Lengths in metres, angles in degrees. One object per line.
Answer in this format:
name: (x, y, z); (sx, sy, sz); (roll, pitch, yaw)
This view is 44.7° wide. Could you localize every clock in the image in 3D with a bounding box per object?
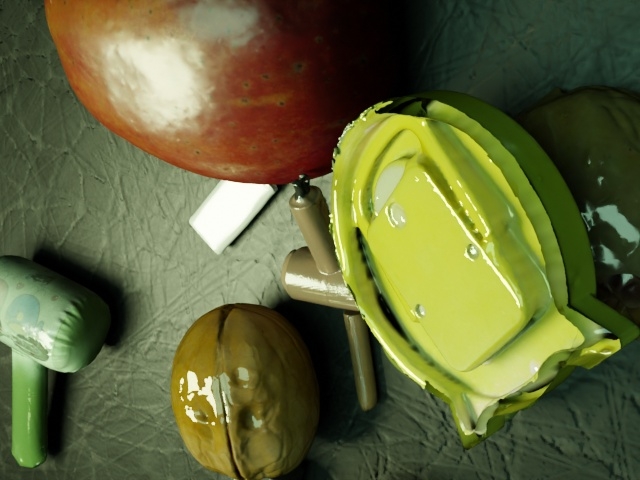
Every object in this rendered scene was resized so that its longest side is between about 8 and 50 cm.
clock: (0.118, 0.013, 0.665); (0.293, 0.071, 0.277); (60, 147, 13)

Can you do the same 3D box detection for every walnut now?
walnut: (-0.085, 0.174, 0.885); (0.167, 0.167, 0.207); (-2, 100, 31)
walnut: (0.234, -0.027, 0.664); (0.238, 0.141, 0.204); (24, 108, 21)

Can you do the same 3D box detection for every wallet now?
wallet: (-0.103, -0.043, 0.922); (0.061, 0.025, 0.122); (52, 120, 12)

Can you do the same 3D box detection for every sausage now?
sausage: (0.046, 0.135, 0.877); (0.026, 0.026, 0.116); (-4, 100, 31)

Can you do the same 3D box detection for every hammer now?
hammer: (-0.407, 0.193, 1.116); (0.206, 0.119, 0.335); (24, 120, 24)

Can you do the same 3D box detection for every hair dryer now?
hair dryer: (0.000, 0.000, 0.809); (0.117, 0.064, 0.181); (8, 140, 30)

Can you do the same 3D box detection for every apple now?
apple: (-0.094, -0.235, 0.787); (0.365, 0.295, 0.328); (7, 66, 17)

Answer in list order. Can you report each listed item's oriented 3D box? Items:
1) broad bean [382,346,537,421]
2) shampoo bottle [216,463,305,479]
broad bean: (0.141, 0.111, 0.781); (0.174, 0.082, 0.124); (33, 118, 19)
shampoo bottle: (-0.106, 0.398, 1.001); (0.098, 0.071, 0.309); (25, 113, 22)
